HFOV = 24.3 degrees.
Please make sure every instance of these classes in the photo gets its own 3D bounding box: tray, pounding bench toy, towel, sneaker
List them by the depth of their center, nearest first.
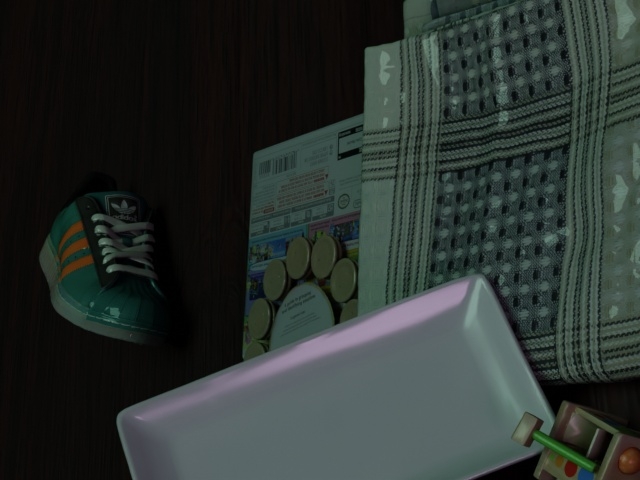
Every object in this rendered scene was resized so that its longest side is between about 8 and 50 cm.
[{"bbox_3d":[0.163,0.133,0.895,0.065,0.083,0.052,30,100,60],"label":"pounding bench toy"},{"bbox_3d":[0.010,0.128,0.978,0.270,0.030,0.145,-21,53,-1],"label":"tray"},{"bbox_3d":[0.133,-0.058,1.043,0.312,0.056,0.324,-10,71,53],"label":"towel"},{"bbox_3d":[-0.222,0.012,1.556,0.302,0.108,0.121,40,113,59],"label":"sneaker"}]

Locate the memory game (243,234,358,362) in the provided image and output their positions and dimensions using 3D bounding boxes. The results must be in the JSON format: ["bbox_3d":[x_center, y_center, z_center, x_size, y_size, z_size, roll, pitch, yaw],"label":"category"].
[{"bbox_3d":[-0.012,0.085,1.228,0.186,0.012,0.186,-19,68,54],"label":"memory game"}]

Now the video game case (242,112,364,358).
[{"bbox_3d":[0.000,0.000,1.266,0.212,0.023,0.193,-14,70,55],"label":"video game case"}]
